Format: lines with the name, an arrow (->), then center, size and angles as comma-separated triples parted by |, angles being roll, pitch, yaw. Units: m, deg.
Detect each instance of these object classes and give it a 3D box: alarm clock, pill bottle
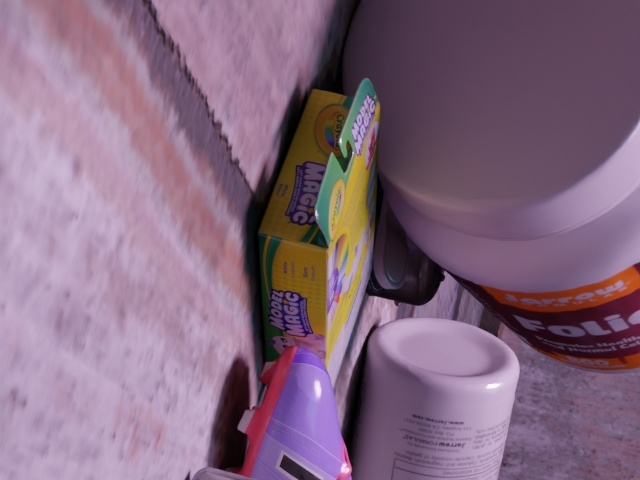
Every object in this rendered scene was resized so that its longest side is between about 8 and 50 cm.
alarm clock -> 0.075, -0.019, 1.217 | 0.192, 0.064, 0.129 | 59, 45, -72
pill bottle -> 0.166, -0.053, 1.045 | 0.392, 0.224, 0.224 | 37, 65, -64
pill bottle -> 0.088, 0.193, 1.344 | 0.131, 0.131, 0.229 | -56, 157, -66

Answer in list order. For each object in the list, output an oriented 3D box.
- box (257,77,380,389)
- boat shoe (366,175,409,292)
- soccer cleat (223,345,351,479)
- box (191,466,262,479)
box -> 0.000, 0.000, 0.853 | 0.179, 0.043, 0.105 | 93, 13, -54
boat shoe -> 0.043, -0.019, 1.093 | 0.046, 0.038, 0.125 | 43, 47, -46
soccer cleat -> -0.006, 0.166, 0.864 | 0.083, 0.095, 0.248 | -65, 166, -59
box -> -0.025, 0.251, 0.769 | 0.148, 0.127, 0.232 | -67, 166, -46
